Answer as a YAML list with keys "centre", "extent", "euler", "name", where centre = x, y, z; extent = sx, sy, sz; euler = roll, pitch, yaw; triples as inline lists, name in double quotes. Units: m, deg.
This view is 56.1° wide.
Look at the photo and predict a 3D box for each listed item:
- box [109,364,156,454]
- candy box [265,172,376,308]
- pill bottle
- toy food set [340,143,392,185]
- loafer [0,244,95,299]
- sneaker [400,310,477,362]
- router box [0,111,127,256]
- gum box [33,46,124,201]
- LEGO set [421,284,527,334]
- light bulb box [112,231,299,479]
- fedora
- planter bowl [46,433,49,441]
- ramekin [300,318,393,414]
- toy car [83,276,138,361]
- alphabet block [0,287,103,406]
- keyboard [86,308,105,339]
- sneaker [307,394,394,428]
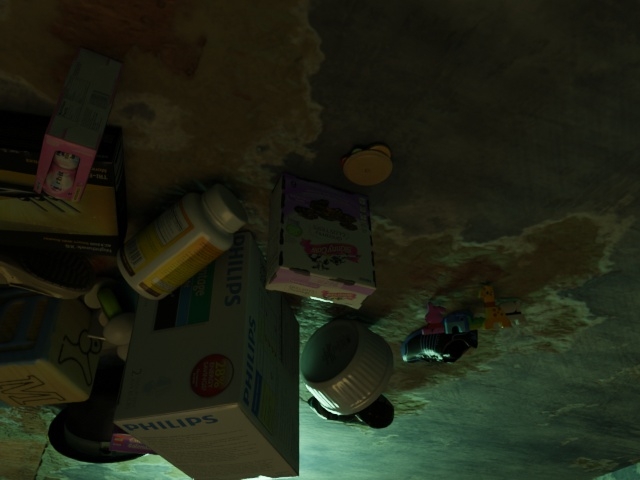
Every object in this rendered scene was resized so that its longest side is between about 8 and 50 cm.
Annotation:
- centre: [-0.358, 0.362, 1.380]
  extent: [0.201, 0.293, 0.057]
  euler: [12, 117, -17]
  name: "box"
- centre: [0.000, 0.000, 0.992]
  extent: [0.165, 0.196, 0.070]
  euler: [14, 140, -19]
  name: "candy box"
- centre: [-0.232, -0.001, 1.024]
  extent: [0.215, 0.117, 0.117]
  euler: [-36, 133, 11]
  name: "pill bottle"
- centre: [0.076, -0.121, 0.980]
  extent: [0.083, 0.020, 0.083]
  euler: [-8, 142, 10]
  name: "toy food set"
- centre: [-0.557, 0.041, 1.122]
  extent: [0.269, 0.101, 0.092]
  euler: [25, 138, -16]
  name: "loafer"
- centre: [0.274, 0.251, 1.408]
  extent: [0.081, 0.090, 0.232]
  euler: [21, 137, -25]
  name: "sneaker"
- centre: [-0.476, -0.089, 0.962]
  extent: [0.309, 0.081, 0.242]
  euler: [7, 142, -9]
  name: "router box"
- centre: [-0.320, -0.151, 0.797]
  extent: [0.062, 0.188, 0.107]
  euler: [18, 138, -22]
  name: "gum box"
- centre: [0.333, 0.145, 1.290]
  extent: [0.227, 0.093, 0.087]
  euler: [-6, 173, -2]
  name: "LEGO set"
- centre: [-0.189, 0.238, 1.167]
  extent: [0.226, 0.357, 0.361]
  euler: [-10, 140, 10]
  name: "light bulb box"
- centre: [-0.518, 0.415, 1.525]
  extent: [0.334, 0.334, 0.152]
  euler: [1, 108, -2]
  name: "fedora"
- centre: [-0.685, 0.551, 1.778]
  extent: [0.217, 0.090, 0.217]
  euler: [0, 143, 0]
  name: "planter bowl"
- centre: [0.049, 0.273, 1.350]
  extent: [0.207, 0.207, 0.109]
  euler: [-25, 126, 28]
  name: "ramekin"
- centre: [-0.389, 0.148, 1.241]
  extent: [0.136, 0.159, 0.182]
  euler: [-32, 145, -17]
  name: "toy car"
- centre: [-0.604, 0.225, 1.281]
  extent: [0.194, 0.192, 0.197]
  euler: [-5, 141, 9]
  name: "alphabet block"
- centre: [-0.386, 0.207, 1.353]
  extent: [0.256, 0.072, 0.014]
  euler: [13, 143, -17]
  name: "keyboard"
- centre: [0.088, 0.472, 1.711]
  extent: [0.268, 0.101, 0.106]
  euler: [18, 160, -24]
  name: "sneaker"
